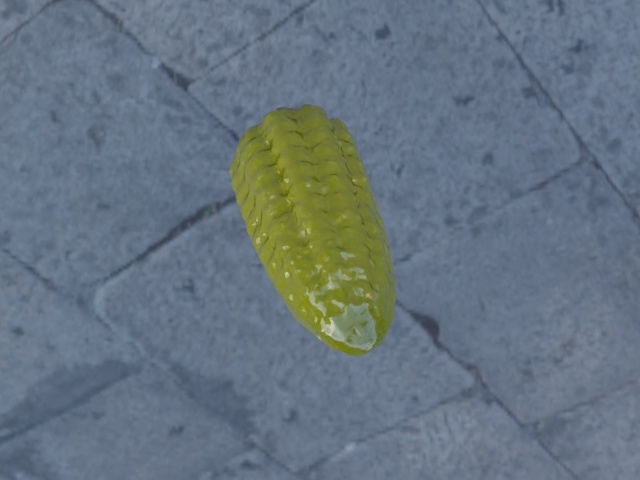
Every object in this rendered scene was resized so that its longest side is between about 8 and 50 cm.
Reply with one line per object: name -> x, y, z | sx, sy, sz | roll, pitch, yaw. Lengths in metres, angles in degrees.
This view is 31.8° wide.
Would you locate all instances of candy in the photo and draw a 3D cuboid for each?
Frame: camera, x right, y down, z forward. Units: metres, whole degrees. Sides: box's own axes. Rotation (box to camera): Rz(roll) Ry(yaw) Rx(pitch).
candy -> 0.000, 0.000, 0.760 | 0.094, 0.198, 0.106 | -20, 132, 1
